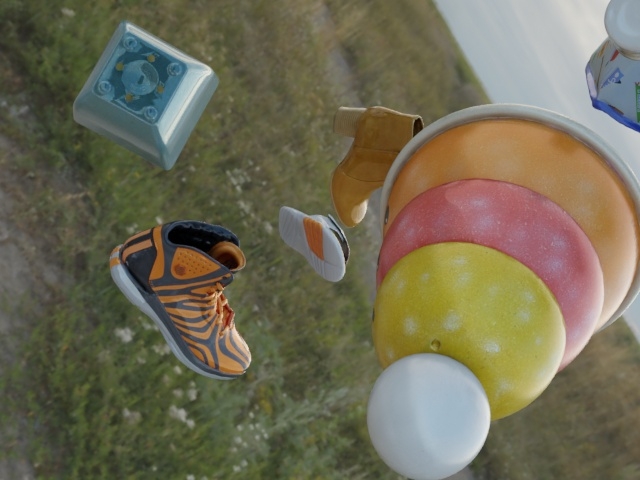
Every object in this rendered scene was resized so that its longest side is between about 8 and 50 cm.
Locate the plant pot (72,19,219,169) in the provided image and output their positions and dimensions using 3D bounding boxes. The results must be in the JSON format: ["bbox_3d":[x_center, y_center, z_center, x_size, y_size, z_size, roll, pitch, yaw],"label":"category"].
[{"bbox_3d":[-0.373,-0.322,1.844,0.248,0.247,0.252,29,-5,-7],"label":"plant pot"}]

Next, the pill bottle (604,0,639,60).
[{"bbox_3d":[0.394,-0.263,1.067,0.078,0.078,0.137,61,22,9],"label":"pill bottle"}]

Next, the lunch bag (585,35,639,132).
[{"bbox_3d":[0.713,-0.399,1.749,0.239,0.327,0.385,34,28,-9],"label":"lunch bag"}]

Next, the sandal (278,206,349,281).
[{"bbox_3d":[0.000,-0.010,1.688,0.265,0.076,0.101,40,-47,55],"label":"sandal"}]

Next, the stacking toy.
[{"bbox_3d":[0.166,0.076,0.965,0.350,0.351,0.480,56,35,-10],"label":"stacking toy"}]

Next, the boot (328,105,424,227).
[{"bbox_3d":[0.128,-0.136,1.822,0.104,0.211,0.295,-34,131,-42],"label":"boot"}]

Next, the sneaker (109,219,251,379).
[{"bbox_3d":[-0.175,0.097,1.406,0.321,0.180,0.124,49,26,-32],"label":"sneaker"}]
